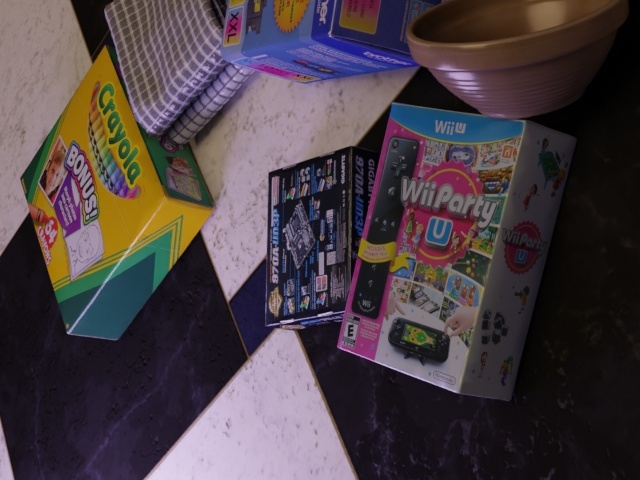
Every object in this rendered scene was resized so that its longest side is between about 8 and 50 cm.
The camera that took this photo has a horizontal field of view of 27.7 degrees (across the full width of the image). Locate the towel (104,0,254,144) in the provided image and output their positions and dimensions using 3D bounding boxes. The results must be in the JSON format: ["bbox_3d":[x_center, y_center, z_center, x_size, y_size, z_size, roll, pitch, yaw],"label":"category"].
[{"bbox_3d":[-0.211,-0.323,1.989,0.235,0.121,0.283,-45,49,33],"label":"towel"}]

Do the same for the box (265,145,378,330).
[{"bbox_3d":[0.000,0.000,1.707,0.175,0.051,0.220,-15,70,48],"label":"box"}]

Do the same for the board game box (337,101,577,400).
[{"bbox_3d":[0.150,0.007,1.490,0.224,0.098,0.303,15,92,51],"label":"board game box"}]

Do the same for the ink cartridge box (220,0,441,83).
[{"bbox_3d":[0.033,-0.354,1.621,0.395,0.151,0.269,5,85,61],"label":"ink cartridge box"}]

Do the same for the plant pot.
[{"bbox_3d":[0.218,-0.202,1.400,0.237,0.237,0.109,15,126,51],"label":"plant pot"}]

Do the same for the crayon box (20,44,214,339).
[{"bbox_3d":[-0.339,-0.079,2.095,0.313,0.106,0.363,-52,46,29],"label":"crayon box"}]
